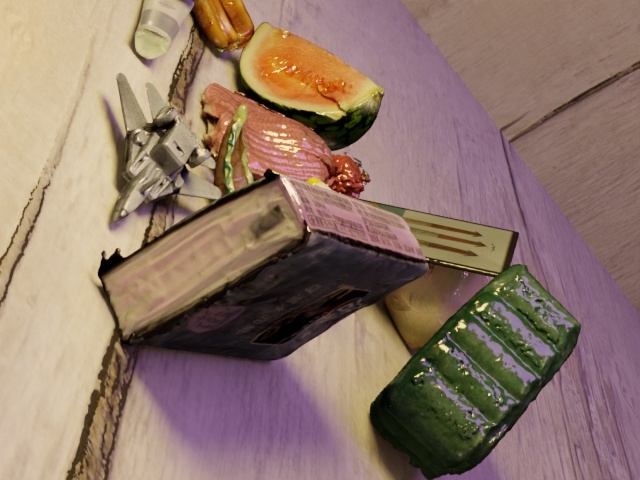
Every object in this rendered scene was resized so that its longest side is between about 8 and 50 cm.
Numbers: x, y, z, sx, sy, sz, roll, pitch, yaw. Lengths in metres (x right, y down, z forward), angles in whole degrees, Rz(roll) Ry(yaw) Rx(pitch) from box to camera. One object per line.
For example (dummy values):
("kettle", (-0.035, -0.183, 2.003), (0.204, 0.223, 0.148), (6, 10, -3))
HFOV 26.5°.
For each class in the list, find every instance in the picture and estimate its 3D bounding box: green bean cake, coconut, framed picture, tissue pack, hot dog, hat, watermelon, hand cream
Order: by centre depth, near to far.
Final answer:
("tissue pack", (-0.053, 0.036, 1.582), (0.361, 0.259, 0.122), (19, 45, -64))
("green bean cake", (0.210, 0.211, 1.997), (0.169, 0.300, 0.308), (45, -24, 4))
("hand cream", (-0.239, -0.335, 2.046), (0.079, 0.048, 0.255), (27, 25, -12))
("hat", (-0.057, -0.128, 2.071), (0.286, 0.107, 0.237), (23, 31, -22))
("watermelon", (-0.053, -0.240, 2.215), (0.128, 0.159, 0.303), (3, 26, -45))
("framed picture", (0.155, -0.010, 2.218), (0.244, 0.323, 0.013), (-53, 154, -69))
("coconut", (0.185, 0.094, 2.256), (0.171, 0.170, 0.183), (40, 66, -41))
("hot dog", (-0.189, -0.415, 2.282), (0.104, 0.076, 0.250), (2, 51, -45))

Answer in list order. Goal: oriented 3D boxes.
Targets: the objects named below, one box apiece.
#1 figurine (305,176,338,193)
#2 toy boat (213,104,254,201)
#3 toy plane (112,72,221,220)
("figurine", (-0.008, -0.001, 1.953), (0.129, 0.178, 0.109), (20, 43, -9))
("toy boat", (-0.092, -0.034, 1.862), (0.293, 0.099, 0.108), (68, 19, 9))
("toy plane", (-0.202, -0.096, 1.683), (0.212, 0.088, 0.267), (51, 19, -16))
